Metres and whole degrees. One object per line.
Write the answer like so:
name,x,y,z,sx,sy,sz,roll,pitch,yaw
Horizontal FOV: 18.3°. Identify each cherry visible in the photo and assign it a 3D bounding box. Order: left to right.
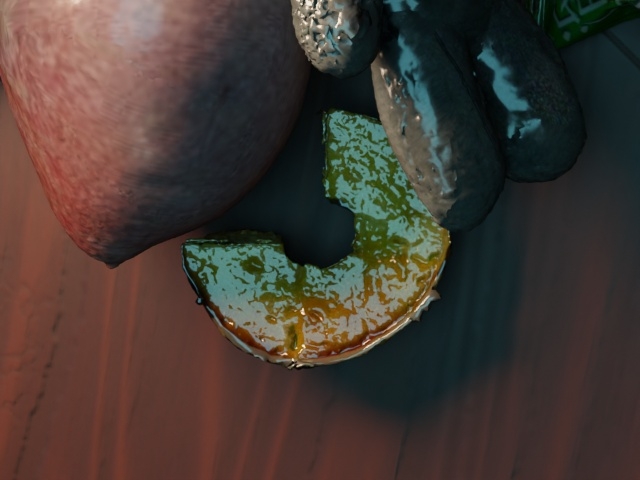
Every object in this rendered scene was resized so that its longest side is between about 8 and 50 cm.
cherry,-0.099,-0.117,1.264,0.206,0.239,0.239,-27,89,-20

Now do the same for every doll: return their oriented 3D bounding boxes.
doll,0.071,-0.186,1.180,0.158,0.246,0.340,-29,85,49

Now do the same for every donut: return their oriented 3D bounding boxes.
donut,0.009,0.007,1.326,0.181,0.078,0.146,-43,87,5

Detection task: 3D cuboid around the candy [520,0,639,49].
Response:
candy,0.216,-0.187,1.266,0.203,0.078,0.141,5,85,32
